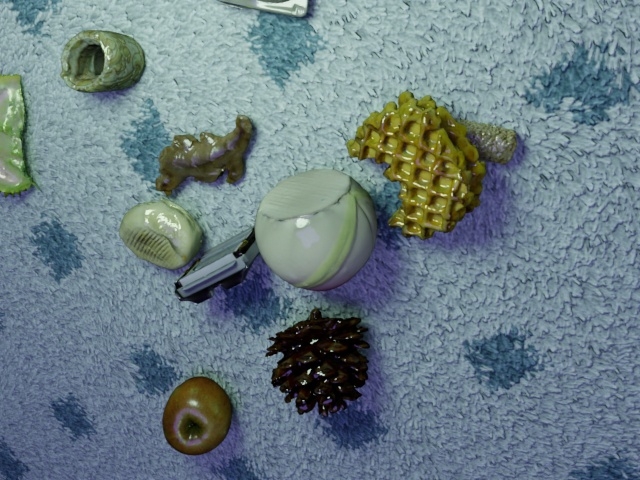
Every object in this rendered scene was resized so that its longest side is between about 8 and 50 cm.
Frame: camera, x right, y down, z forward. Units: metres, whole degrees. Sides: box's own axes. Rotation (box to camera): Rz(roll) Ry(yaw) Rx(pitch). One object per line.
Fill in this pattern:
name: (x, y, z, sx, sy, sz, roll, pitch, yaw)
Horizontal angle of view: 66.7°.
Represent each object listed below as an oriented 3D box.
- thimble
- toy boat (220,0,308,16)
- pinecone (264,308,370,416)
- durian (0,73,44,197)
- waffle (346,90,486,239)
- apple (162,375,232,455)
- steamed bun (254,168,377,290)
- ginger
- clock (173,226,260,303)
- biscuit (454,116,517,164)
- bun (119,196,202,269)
thimble: (-0.556, -0.445, 1.231, 0.190, 0.143, 0.137, -25, 102, 22)
toy boat: (-0.152, -0.585, 1.081, 0.269, 0.141, 0.141, 8, 113, -3)
pinecone: (-0.007, 0.338, 1.324, 0.298, 0.242, 0.296, -9, 105, 12)
durian: (-0.924, -0.295, 1.387, 0.169, 0.158, 0.352, 4, 108, 1)
waffle: (0.218, -0.160, 1.095, 0.261, 0.151, 0.324, -16, 111, 54)
apple: (-0.391, 0.553, 1.547, 0.237, 0.207, 0.237, 0, 100, -2)
steamed bun: (0.000, 0.000, 1.184, 0.309, 0.309, 0.309, 5, 111, 13)
ginger: (-0.308, -0.214, 1.292, 0.333, 0.080, 0.166, -16, 120, 13)
clock: (-0.267, 0.069, 1.325, 0.253, 0.186, 0.083, -26, 107, 23)
biscuit: (0.359, -0.227, 1.110, 0.168, 0.070, 0.082, 15, 122, 8)
bun: (-0.438, -0.024, 1.366, 0.229, 0.145, 0.229, 16, 144, 11)
